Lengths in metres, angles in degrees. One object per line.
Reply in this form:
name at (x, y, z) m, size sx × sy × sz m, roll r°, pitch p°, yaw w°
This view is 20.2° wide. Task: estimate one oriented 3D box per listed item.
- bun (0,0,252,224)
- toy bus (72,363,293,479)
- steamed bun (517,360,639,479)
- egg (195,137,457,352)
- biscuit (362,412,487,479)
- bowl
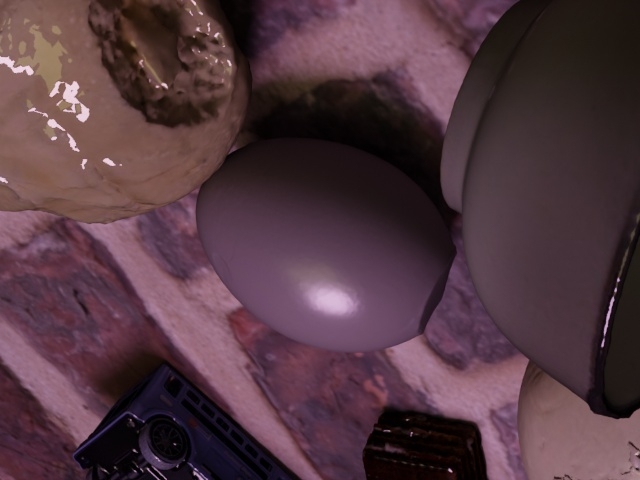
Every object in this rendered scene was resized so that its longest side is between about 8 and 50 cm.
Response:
bun at (-0.244, -0.135, 1.489) m, size 0.364 × 0.202 × 0.364 m, roll 23°, pitch 158°, yaw 10°
toy bus at (-0.109, 0.274, 1.890) m, size 0.292 × 0.133 × 0.125 m, roll 44°, pitch 129°, yaw -9°
steamed bun at (0.313, 0.185, 1.518) m, size 0.312 × 0.233 × 0.334 m, roll 26°, pitch 134°, yaw 4°
egg at (0.000, 0.000, 1.564) m, size 0.231 × 0.176 × 0.176 m, roll 28°, pitch 136°, yaw 15°
biscuit at (0.118, 0.289, 1.825) m, size 0.106 × 0.070 × 0.252 m, roll 5°, pitch 129°, yaw 25°
bowl at (0.208, -0.067, 1.298) m, size 0.185 × 0.354 × 0.354 m, roll 25°, pitch 136°, yaw 24°
